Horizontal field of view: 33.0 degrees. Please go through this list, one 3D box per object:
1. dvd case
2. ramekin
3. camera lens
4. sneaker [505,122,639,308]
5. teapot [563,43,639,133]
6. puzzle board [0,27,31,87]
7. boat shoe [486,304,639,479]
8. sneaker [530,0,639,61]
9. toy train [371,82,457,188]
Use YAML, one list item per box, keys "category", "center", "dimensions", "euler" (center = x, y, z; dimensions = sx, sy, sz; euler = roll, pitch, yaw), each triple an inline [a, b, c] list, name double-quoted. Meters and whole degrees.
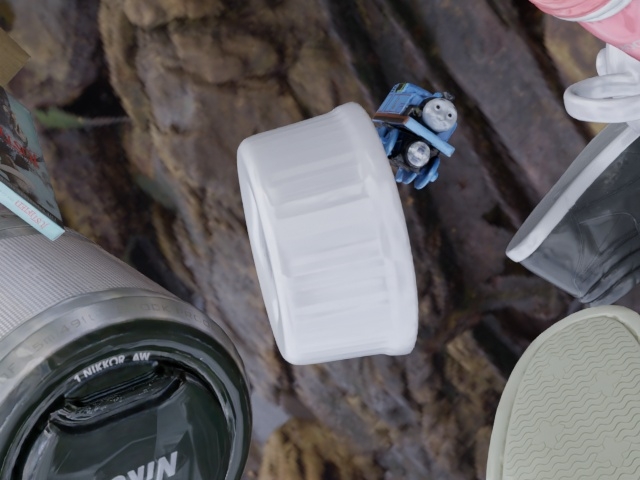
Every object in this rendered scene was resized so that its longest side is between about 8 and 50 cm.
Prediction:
- category: "dvd case"
  center: [-0.191, -0.062, 0.630]
  dimensions: [0.087, 0.013, 0.119]
  euler: [46, -167, -46]
- category: "ramekin"
  center: [0.000, 0.000, 1.157]
  dimensions: [0.277, 0.135, 0.277]
  euler: [168, 90, -82]
- category: "camera lens"
  center: [-0.197, 0.109, 0.768]
  dimensions: [0.274, 0.219, 0.219]
  euler: [25, 143, 48]
- category: "sneaker"
  center: [0.358, -0.044, 1.247]
  dimensions: [0.147, 0.296, 0.104]
  euler: [43, 169, -3]
- category: "teapot"
  center: [0.362, -0.182, 1.065]
  dimensions: [0.187, 0.253, 0.256]
  euler: [-1, 158, 35]
- category: "puzzle board"
  center: [-0.368, -0.215, 1.123]
  dimensions: [0.011, 0.096, 0.128]
  euler: [-36, 110, 27]
- category: "boat shoe"
  center: [0.111, 0.126, 0.363]
  dimensions: [0.084, 0.233, 0.079]
  euler: [-26, 133, 22]
- category: "sneaker"
  center: [0.206, -0.233, 0.676]
  dimensions: [0.136, 0.314, 0.116]
  euler: [32, 148, -26]
- category: "toy train"
  center: [0.101, -0.121, 1.207]
  dimensions: [0.080, 0.105, 0.184]
  euler: [31, -178, -11]
